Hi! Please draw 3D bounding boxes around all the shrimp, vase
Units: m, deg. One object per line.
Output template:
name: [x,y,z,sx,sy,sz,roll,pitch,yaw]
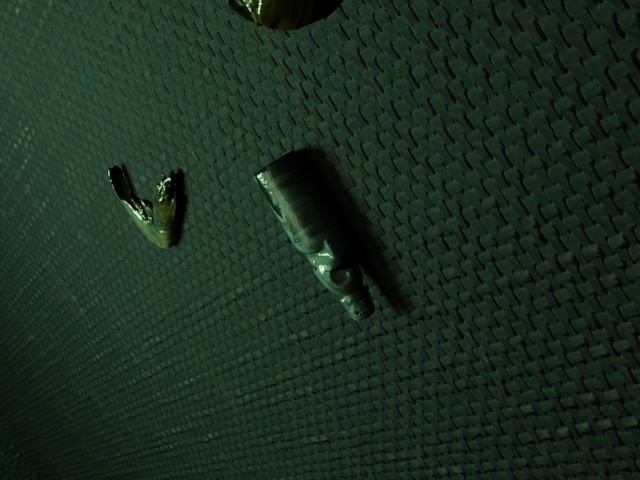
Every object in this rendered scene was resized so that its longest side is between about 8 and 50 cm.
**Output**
shrimp: [-0.263,-0.073,1.383,0.148,0.035,0.195,48,148,17]
vase: [0.000,0.000,1.075,0.211,0.060,0.060,59,147,-4]

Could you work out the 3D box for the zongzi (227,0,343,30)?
zongzi: [0.011,-0.302,0.747,0.288,0.134,0.286,13,135,37]
